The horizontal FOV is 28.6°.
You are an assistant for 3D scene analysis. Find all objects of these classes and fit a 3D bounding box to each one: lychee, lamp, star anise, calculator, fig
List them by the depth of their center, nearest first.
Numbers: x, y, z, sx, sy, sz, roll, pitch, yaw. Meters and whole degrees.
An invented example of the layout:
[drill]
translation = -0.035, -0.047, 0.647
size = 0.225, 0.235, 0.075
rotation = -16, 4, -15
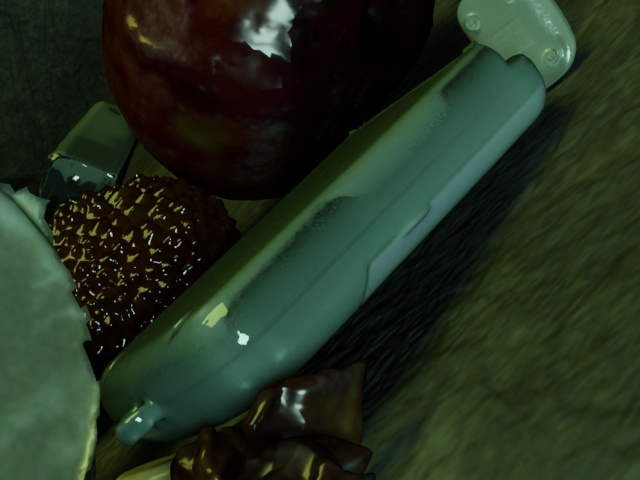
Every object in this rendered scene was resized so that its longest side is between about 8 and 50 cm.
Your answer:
[star anise]
translation = -0.035, 0.103, 0.387
size = 0.168, 0.057, 0.168
rotation = -47, 4, 4
[calculator]
translation = 0.000, 0.000, 0.529
size = 0.246, 0.045, 0.141
rotation = -44, 7, -32
[lamp]
translation = 0.125, -0.131, 0.650
size = 0.050, 0.056, 0.198
rotation = -38, 4, 35
[lychee]
translation = -0.098, 0.026, 0.670
size = 0.129, 0.123, 0.123
rotation = -54, 15, -26
[fig]
translation = -0.040, -0.153, 0.818
size = 0.224, 0.224, 0.263
rotation = -41, 36, 25

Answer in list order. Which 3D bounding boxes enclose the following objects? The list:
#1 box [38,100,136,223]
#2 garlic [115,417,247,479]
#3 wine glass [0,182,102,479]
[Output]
[box]
translation = -0.185, 0.050, 0.824
size = 0.211, 0.045, 0.270
rotation = -93, 25, -72
[garlic]
translation = -0.050, 0.099, 0.487
size = 0.083, 0.041, 0.053
rotation = -33, 4, 13
[wine glass]
translation = -0.207, 0.096, 0.518
size = 0.238, 0.238, 0.323
rotation = -53, 0, -26
